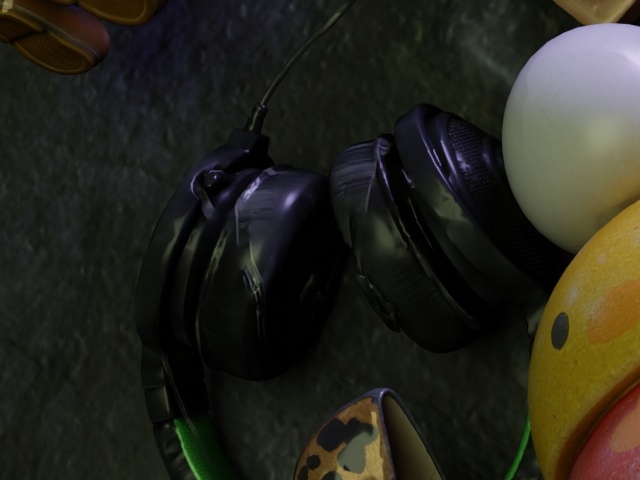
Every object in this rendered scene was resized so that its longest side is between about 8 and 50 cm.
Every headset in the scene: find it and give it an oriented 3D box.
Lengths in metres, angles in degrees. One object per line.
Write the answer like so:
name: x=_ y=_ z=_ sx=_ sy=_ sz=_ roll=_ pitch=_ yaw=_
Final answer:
headset: x=0.000 y=0.000 z=0.974 sx=0.243 sy=0.185 sz=0.394 roll=-10 pitch=86 yaw=22

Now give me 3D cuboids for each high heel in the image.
high heel: x=0.097 y=0.189 z=0.896 sx=0.261 sy=0.093 sz=0.186 roll=19 pitch=113 yaw=17

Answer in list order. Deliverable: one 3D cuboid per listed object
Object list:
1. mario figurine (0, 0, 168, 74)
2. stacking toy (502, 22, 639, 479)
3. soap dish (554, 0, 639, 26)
mario figurine: x=-0.090 y=-0.255 z=1.092 sx=0.198 sy=0.170 sz=0.320 roll=0 pitch=64 yaw=25
stacking toy: x=0.201 y=0.091 z=0.819 sx=0.350 sy=0.350 sz=0.480 roll=-35 pitch=55 yaw=13
soap dish: x=0.175 y=-0.280 z=0.994 sx=0.291 sy=0.118 sz=0.229 roll=-49 pitch=65 yaw=7
